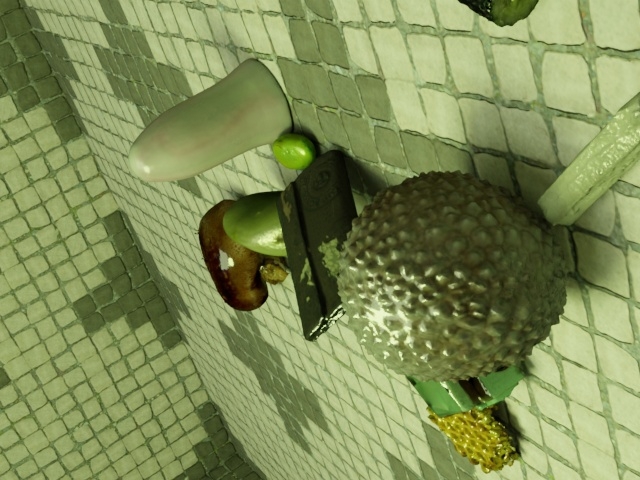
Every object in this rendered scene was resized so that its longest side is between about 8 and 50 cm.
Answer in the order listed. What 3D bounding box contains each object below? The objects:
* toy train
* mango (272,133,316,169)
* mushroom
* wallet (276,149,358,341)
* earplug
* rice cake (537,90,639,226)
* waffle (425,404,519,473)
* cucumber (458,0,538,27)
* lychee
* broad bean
[{"bbox_3d":[0.181,0.133,1.420,0.326,0.159,0.129,57,157,7],"label":"toy train"},{"bbox_3d":[-0.046,-0.167,1.651,0.073,0.056,0.108,56,157,-17],"label":"mango"},{"bbox_3d":[-0.203,0.043,2.147,0.278,0.163,0.297,38,150,43],"label":"mushroom"},{"bbox_3d":[0.000,0.000,1.489,0.044,0.170,0.321,27,-144,-36],"label":"wallet"},{"bbox_3d":[-0.223,-0.202,1.657,0.172,0.301,0.172,48,157,28],"label":"earplug"},{"bbox_3d":[0.309,-0.087,0.969,0.052,0.057,0.256,37,156,6],"label":"rice cake"},{"bbox_3d":[0.279,0.330,1.596,0.197,0.070,0.193,40,152,34],"label":"waffle"},{"bbox_3d":[0.130,-0.335,1.008,0.300,0.072,0.072,46,156,35],"label":"cucumber"},{"bbox_3d":[0.168,0.054,1.142,0.300,0.300,0.300,47,156,28],"label":"lychee"},{"bbox_3d":[-0.081,-0.036,1.732,0.263,0.189,0.121,4,121,49],"label":"broad bean"}]
